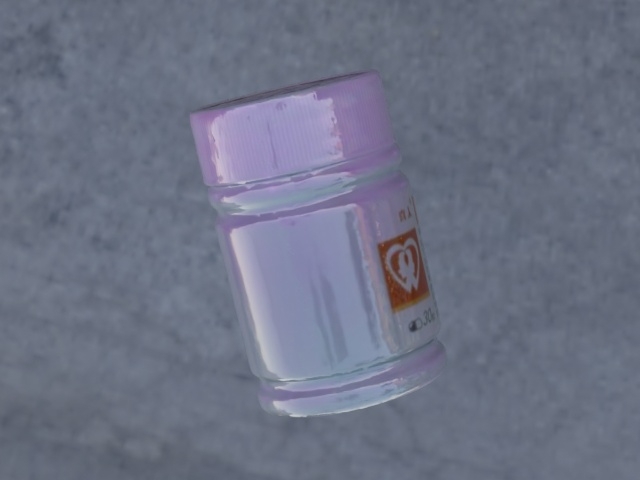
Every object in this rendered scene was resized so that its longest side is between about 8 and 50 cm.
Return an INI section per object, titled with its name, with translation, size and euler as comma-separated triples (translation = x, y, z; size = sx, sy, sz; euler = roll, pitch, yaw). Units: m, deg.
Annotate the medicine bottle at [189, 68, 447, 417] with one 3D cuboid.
[medicine bottle]
translation = 0.000, 0.000, 1.672
size = 0.202, 0.202, 0.316
euler = -9, 100, 24
